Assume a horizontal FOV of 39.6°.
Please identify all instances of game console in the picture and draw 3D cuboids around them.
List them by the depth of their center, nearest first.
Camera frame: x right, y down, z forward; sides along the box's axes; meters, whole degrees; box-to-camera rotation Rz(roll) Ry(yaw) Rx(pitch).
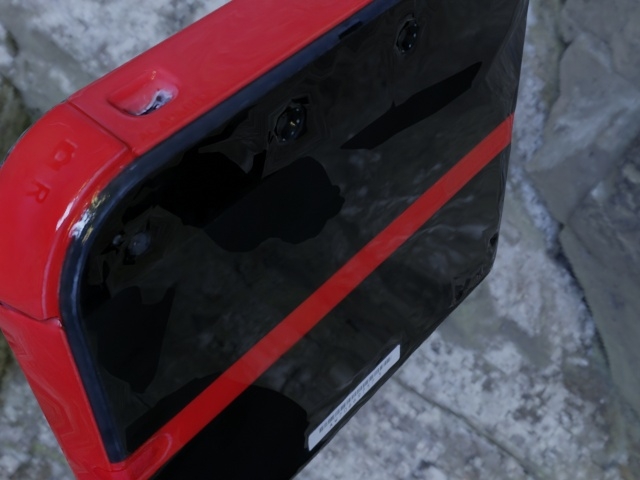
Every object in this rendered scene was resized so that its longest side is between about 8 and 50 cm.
[{"bbox_3d":[0.000,0.000,0.543,0.060,0.386,0.342,30,144,29],"label":"game console"}]
